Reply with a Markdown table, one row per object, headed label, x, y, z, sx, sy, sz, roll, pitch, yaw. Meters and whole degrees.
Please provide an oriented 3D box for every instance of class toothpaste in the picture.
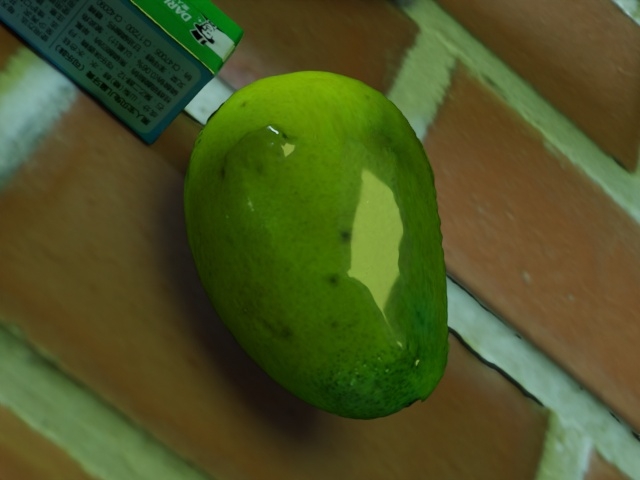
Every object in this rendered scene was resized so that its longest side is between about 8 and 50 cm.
| label | x | y | z | sx | sy | sz | roll | pitch | yaw |
| --- | --- | --- | --- | --- | --- | --- | --- | --- | --- |
| toothpaste | -0.161 | -0.159 | 0.694 | 0.267 | 0.065 | 0.050 | 40 | 37 | -11 |

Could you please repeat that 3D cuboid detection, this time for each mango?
| label | x | y | z | sx | sy | sz | roll | pitch | yaw |
| --- | --- | --- | --- | --- | --- | --- | --- | --- | --- |
| mango | -0.001 | 0.000 | 0.671 | 0.100 | 0.119 | 0.178 | 20 | 43 | -57 |
